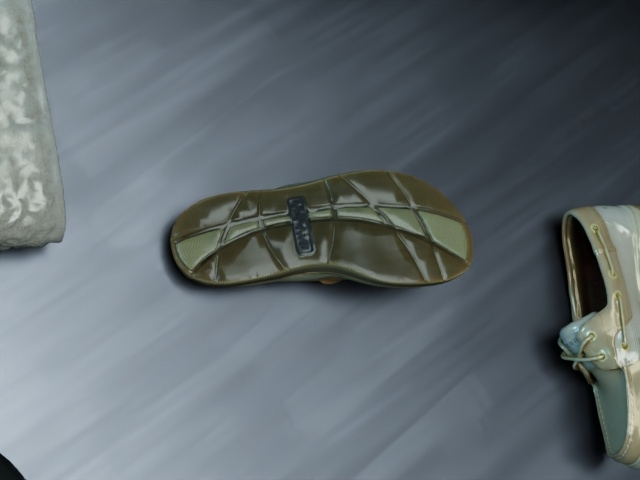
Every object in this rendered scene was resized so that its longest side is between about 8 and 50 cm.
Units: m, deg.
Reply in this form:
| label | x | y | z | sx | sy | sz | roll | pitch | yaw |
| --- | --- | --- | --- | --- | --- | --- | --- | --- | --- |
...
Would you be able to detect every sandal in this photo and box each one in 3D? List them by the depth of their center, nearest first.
| label | x | y | z | sx | sy | sz | roll | pitch | yaw |
| --- | --- | --- | --- | --- | --- | --- | --- | --- | --- |
| sandal | 0.000 | 0.000 | 1.097 | 0.180 | 0.049 | 0.072 | -4 | 74 | -9 |

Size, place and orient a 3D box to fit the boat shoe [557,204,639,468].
| label | x | y | z | sx | sy | sz | roll | pitch | yaw |
| --- | --- | --- | --- | --- | --- | --- | --- | --- | --- |
| boat shoe | 0.176 | 0.058 | 1.151 | 0.059 | 0.063 | 0.170 | 6 | 67 | -19 |

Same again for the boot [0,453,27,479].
| label | x | y | z | sx | sy | sz | roll | pitch | yaw |
| --- | --- | --- | --- | --- | --- | --- | --- | --- | --- |
| boot | -0.287 | 0.211 | 0.864 | 0.445 | 0.146 | 0.367 | 42 | 60 | -13 |

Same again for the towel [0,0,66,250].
| label | x | y | z | sx | sy | sz | roll | pitch | yaw |
| --- | --- | --- | --- | --- | --- | --- | --- | --- | --- |
| towel | -0.252 | -0.125 | 1.014 | 0.187 | 0.049 | 0.282 | -7 | 83 | -23 |
